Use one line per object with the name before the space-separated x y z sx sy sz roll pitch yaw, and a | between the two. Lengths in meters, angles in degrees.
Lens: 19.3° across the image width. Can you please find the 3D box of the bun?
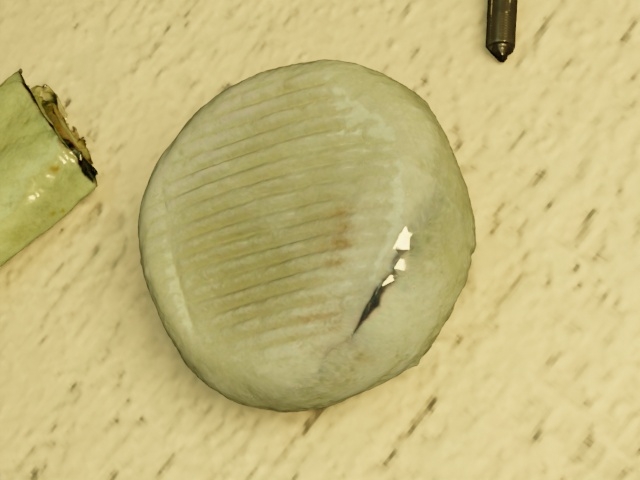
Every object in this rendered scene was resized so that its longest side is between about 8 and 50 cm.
bun | 0.000 0.000 0.736 0.141 0.083 0.140 -10 71 30

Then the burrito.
burrito | -0.157 -0.018 0.861 0.118 0.044 0.074 -44 55 1

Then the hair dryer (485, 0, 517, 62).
hair dryer | 0.074 -0.113 0.787 0.047 0.026 0.083 -9 69 30
